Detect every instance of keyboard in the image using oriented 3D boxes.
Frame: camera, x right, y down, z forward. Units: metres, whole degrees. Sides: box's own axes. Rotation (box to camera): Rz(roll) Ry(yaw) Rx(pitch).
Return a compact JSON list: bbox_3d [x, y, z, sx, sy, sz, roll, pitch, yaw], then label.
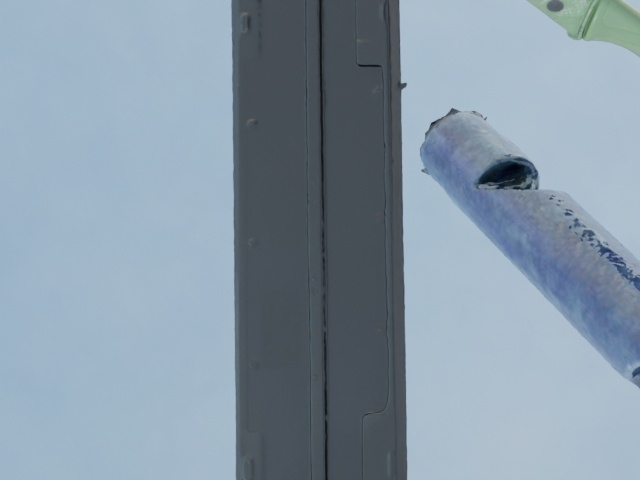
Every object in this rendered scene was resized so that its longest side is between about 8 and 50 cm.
[{"bbox_3d":[0.000,0.000,0.618,0.067,0.011,0.202,-3,-98,18],"label":"keyboard"}]

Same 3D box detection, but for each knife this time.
[{"bbox_3d":[0.112,-0.086,0.675,0.207,0.014,0.030,30,-41,-25],"label":"knife"}]

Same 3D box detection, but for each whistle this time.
[{"bbox_3d":[0.157,0.010,1.089,0.062,0.304,0.062,-14,-54,-20],"label":"whistle"}]
